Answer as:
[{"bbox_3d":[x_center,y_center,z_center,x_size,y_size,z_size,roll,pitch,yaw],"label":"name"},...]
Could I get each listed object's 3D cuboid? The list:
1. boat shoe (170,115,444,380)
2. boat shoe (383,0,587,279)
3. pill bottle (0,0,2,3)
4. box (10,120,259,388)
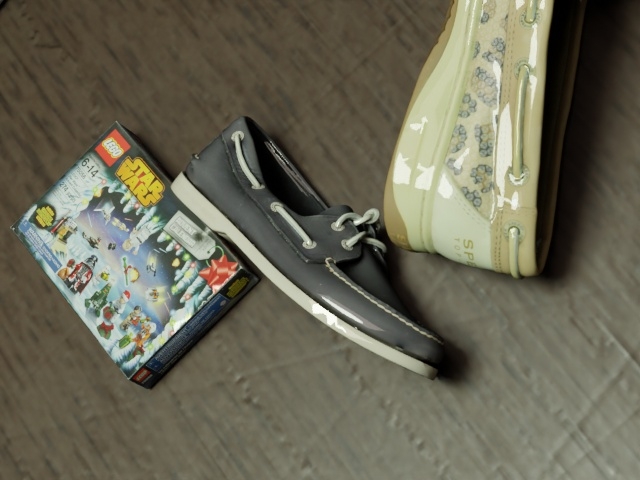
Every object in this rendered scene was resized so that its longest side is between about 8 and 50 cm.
[{"bbox_3d":[0.000,0.000,0.999,0.206,0.075,0.065,39,94,34],"label":"boat shoe"},{"bbox_3d":[0.120,-0.121,0.977,0.089,0.104,0.285,18,91,24],"label":"boat shoe"},{"bbox_3d":[-0.299,-0.229,1.090,0.152,0.272,0.152,-5,74,17],"label":"pill bottle"},{"bbox_3d":[-0.111,0.007,1.072,0.094,0.027,0.137,-45,61,4],"label":"box"}]
